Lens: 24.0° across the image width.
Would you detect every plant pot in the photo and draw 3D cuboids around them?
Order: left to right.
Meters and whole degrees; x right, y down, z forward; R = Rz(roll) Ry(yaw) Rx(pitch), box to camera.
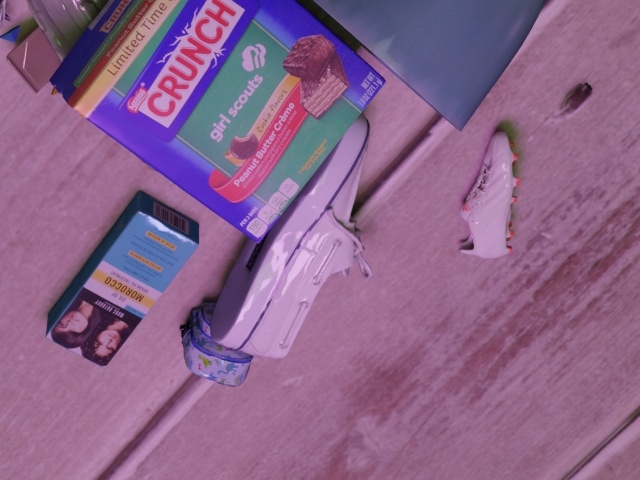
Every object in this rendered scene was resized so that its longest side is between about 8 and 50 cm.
[{"bbox_3d":[0.133,-0.312,1.774,0.293,0.293,0.235,39,97,-23],"label":"plant pot"}]

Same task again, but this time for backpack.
[{"bbox_3d":[-0.140,0.142,2.106,0.105,0.114,0.084,16,118,-13],"label":"backpack"}]

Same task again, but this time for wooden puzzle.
[{"bbox_3d":[-0.355,-0.232,1.906,0.078,0.014,0.116,-42,131,-17],"label":"wooden puzzle"}]

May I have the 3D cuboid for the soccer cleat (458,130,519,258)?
[{"bbox_3d":[0.227,-0.057,2.048,0.076,0.068,0.196,0,123,-1],"label":"soccer cleat"}]

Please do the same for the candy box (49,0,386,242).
[{"bbox_3d":[-0.121,-0.196,1.836,0.317,0.122,0.268,37,92,-33],"label":"candy box"}]

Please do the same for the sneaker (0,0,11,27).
[{"bbox_3d":[-0.422,-0.311,1.844,0.115,0.105,0.281,21,124,-32],"label":"sneaker"}]

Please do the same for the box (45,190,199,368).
[{"bbox_3d":[-0.274,0.056,2.076,0.100,0.060,0.244,30,113,-20],"label":"box"}]

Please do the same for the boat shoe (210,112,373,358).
[{"bbox_3d":[0.002,0.005,2.011,0.156,0.136,0.367,22,102,-25],"label":"boat shoe"}]

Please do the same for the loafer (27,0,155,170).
[{"bbox_3d":[-0.267,-0.221,1.901,0.111,0.112,0.319,1,129,37],"label":"loafer"}]
